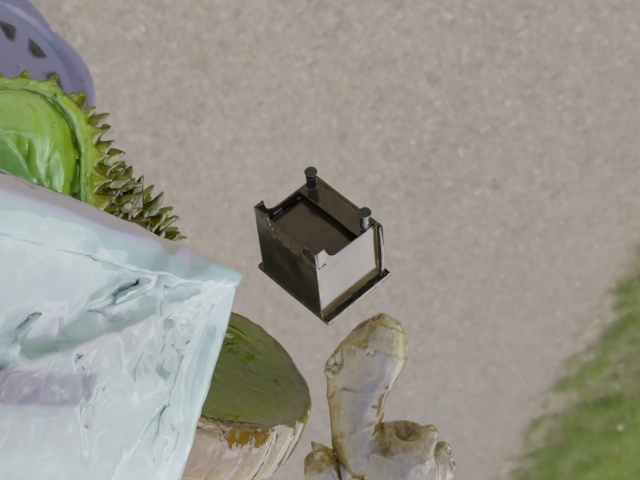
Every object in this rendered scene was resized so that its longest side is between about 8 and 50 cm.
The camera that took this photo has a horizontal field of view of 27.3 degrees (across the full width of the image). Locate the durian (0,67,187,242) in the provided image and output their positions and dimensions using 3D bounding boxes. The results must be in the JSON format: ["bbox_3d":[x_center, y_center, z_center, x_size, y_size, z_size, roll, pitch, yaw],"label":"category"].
[{"bbox_3d":[-0.178,0.027,0.807,0.200,0.237,0.176,-26,145,-6],"label":"durian"}]

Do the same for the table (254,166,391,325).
[{"bbox_3d":[0.000,0.000,1.021,0.070,0.083,0.082,-38,148,-23],"label":"table"}]

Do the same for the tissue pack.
[{"bbox_3d":[-0.290,0.016,0.502,0.331,0.404,0.205,17,92,-49],"label":"tissue pack"}]

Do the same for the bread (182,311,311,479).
[{"bbox_3d":[-0.119,0.139,1.262,0.236,0.236,0.070,6,121,-41],"label":"bread"}]

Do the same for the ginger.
[{"bbox_3d":[0.058,0.166,1.140,0.133,0.059,0.214,10,103,-3],"label":"ginger"}]

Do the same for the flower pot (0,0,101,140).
[{"bbox_3d":[-0.331,-0.086,1.108,0.243,0.265,0.265,-35,149,28],"label":"flower pot"}]
